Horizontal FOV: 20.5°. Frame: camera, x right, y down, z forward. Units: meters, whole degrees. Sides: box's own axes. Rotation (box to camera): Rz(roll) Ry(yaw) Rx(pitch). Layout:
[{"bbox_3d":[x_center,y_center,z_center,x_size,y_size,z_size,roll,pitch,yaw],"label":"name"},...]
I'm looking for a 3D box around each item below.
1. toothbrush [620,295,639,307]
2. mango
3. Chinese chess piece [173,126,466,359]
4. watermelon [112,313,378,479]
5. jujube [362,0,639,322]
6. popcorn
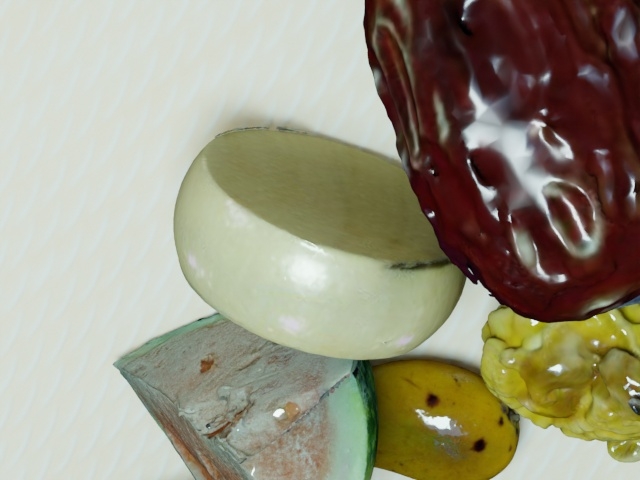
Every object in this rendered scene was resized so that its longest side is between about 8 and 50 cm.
[{"bbox_3d":[0.326,0.022,1.391,0.288,0.024,0.026,-17,146,37],"label":"toothbrush"},{"bbox_3d":[0.091,0.161,1.591,0.178,0.090,0.115,15,118,9],"label":"mango"},{"bbox_3d":[0.000,0.000,1.463,0.251,0.251,0.097,18,115,-1],"label":"Chinese chess piece"},{"bbox_3d":[-0.060,0.153,1.529,0.180,0.305,0.224,14,93,-30],"label":"watermelon"},{"bbox_3d":[0.170,-0.128,1.384,0.258,0.258,0.376,-24,77,11],"label":"jujube"},{"bbox_3d":[0.244,0.106,1.537,0.194,0.163,0.140,10,72,31],"label":"popcorn"}]
